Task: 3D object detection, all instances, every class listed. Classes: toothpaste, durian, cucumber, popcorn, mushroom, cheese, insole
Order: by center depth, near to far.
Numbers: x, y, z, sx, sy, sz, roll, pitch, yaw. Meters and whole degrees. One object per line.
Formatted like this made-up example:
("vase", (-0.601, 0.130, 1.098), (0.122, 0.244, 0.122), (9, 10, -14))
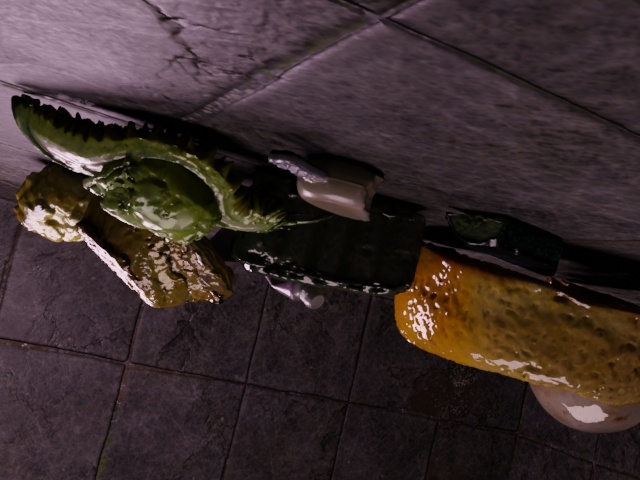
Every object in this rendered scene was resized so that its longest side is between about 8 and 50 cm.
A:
("cheese", (0.013, -0.061, 0.764), (0.092, 0.047, 0.171), (10, 173, 18))
("durian", (-0.164, -0.067, 0.799), (0.375, 0.132, 0.106), (23, -164, -11))
("cucumber", (0.254, 0.006, 0.908), (0.220, 0.046, 0.070), (16, 167, -37))
("insole", (-0.120, -0.015, 1.164), (0.080, 0.003, 0.232), (28, -154, 8))
("toothpaste", (-0.081, 0.016, 1.197), (0.075, 0.048, 0.301), (-12, -142, -30))
("popcorn", (-0.491, -0.071, 1.370), (0.174, 0.142, 0.173), (21, 148, 14))
("mushroom", (0.632, 0.281, 1.659), (0.298, 0.297, 0.290), (10, -160, 29))

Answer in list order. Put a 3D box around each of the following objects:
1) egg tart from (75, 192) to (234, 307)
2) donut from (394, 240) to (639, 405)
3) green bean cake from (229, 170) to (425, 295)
("egg tart", (-0.242, 0.001, 1.007), (0.294, 0.123, 0.294), (44, 164, 16))
("donut", (0.320, 0.129, 1.096), (0.436, 0.163, 0.377), (15, -178, -11))
("green bean cake", (0.000, 0.000, 1.001), (0.241, 0.132, 0.255), (11, 175, -9))
